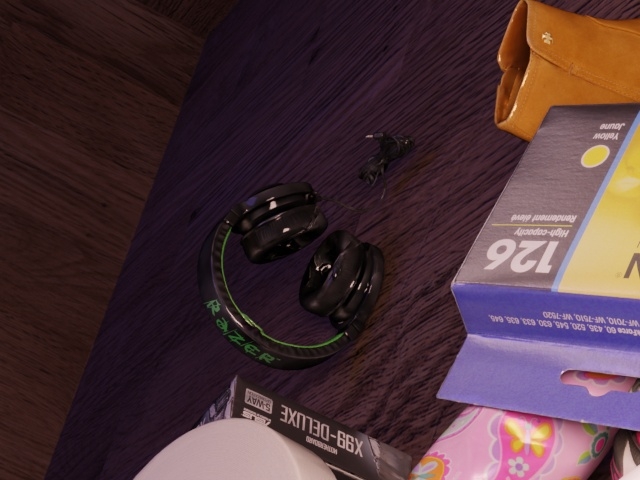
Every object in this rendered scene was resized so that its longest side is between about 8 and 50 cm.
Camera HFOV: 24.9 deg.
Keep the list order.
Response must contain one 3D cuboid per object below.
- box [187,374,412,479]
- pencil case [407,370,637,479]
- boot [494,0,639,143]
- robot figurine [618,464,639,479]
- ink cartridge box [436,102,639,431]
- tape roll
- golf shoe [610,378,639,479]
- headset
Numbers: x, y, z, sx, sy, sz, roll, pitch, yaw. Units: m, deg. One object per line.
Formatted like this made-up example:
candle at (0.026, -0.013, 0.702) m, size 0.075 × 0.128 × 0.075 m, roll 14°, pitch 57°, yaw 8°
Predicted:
box at (-0.074, 0.317, 1.730) m, size 0.307 × 0.242 × 0.076 m, roll -49°, pitch 22°, yaw 36°
pencil case at (0.193, 0.164, 1.260) m, size 0.284 × 0.124 × 0.124 m, roll -47°, pitch 13°, yaw -17°
boot at (0.294, -0.203, 1.474) m, size 0.104 × 0.211 × 0.295 m, roll -27°, pitch 39°, yaw 61°
robot figurine at (0.263, 0.256, 0.861) m, size 0.173 × 0.278 × 0.209 m, roll -27°, pitch -12°, yaw 15°
ink cartridge box at (0.266, 0.009, 1.210) m, size 0.303 × 0.072 × 0.307 m, roll 3°, pitch 50°, yaw 42°
tape roll at (-0.126, 0.370, 1.467) m, size 0.392 × 0.072 × 0.392 m, roll -34°, pitch 38°, yaw 31°
golf shoe at (0.282, 0.228, 1.123) m, size 0.273 × 0.105 × 0.120 m, roll -80°, pitch 8°, yaw -58°
headset at (0.000, 0.000, 2.011) m, size 0.185 × 0.243 × 0.394 m, roll -41°, pitch 8°, yaw 49°
